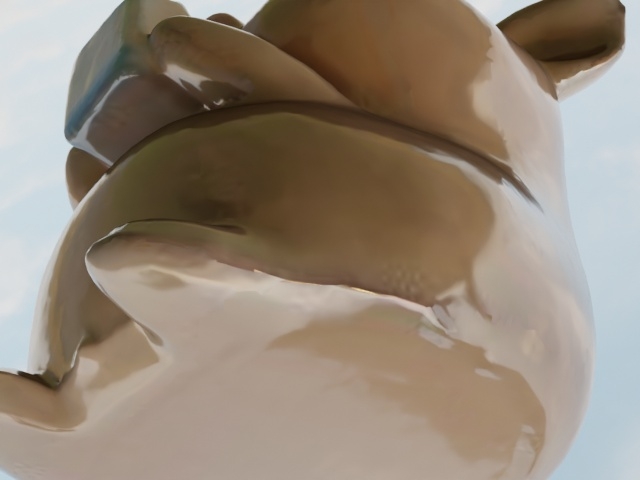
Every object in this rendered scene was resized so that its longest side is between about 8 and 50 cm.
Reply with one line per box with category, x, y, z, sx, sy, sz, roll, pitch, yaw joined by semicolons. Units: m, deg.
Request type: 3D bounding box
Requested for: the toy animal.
toy animal;-0.001;-0.003;0.471;0.195;0.213;0.256;-44;-153;35
